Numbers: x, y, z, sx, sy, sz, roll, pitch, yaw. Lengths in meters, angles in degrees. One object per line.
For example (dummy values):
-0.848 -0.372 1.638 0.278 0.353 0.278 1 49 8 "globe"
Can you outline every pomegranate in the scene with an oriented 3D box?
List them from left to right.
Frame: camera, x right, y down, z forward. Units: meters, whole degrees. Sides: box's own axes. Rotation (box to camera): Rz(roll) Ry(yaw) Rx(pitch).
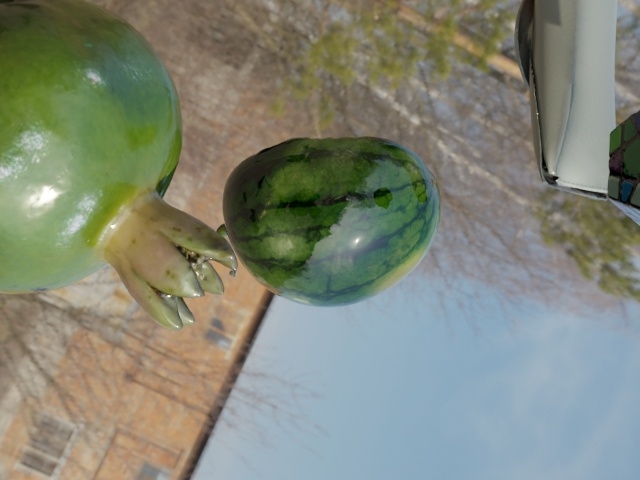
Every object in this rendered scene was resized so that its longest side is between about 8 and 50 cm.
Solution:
-0.149 -0.037 0.570 0.187 0.225 0.187 -51 173 -8 "pomegranate"

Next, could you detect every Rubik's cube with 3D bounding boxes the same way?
0.273 -0.053 0.686 0.133 0.112 0.133 -27 166 -7 "Rubik's cube"

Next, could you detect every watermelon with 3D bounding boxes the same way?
0.007 -0.003 0.924 0.204 0.232 0.127 78 3 -55 "watermelon"

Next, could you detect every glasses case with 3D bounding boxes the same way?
0.240 -0.193 0.931 0.083 0.128 0.308 5 -84 41 "glasses case"
